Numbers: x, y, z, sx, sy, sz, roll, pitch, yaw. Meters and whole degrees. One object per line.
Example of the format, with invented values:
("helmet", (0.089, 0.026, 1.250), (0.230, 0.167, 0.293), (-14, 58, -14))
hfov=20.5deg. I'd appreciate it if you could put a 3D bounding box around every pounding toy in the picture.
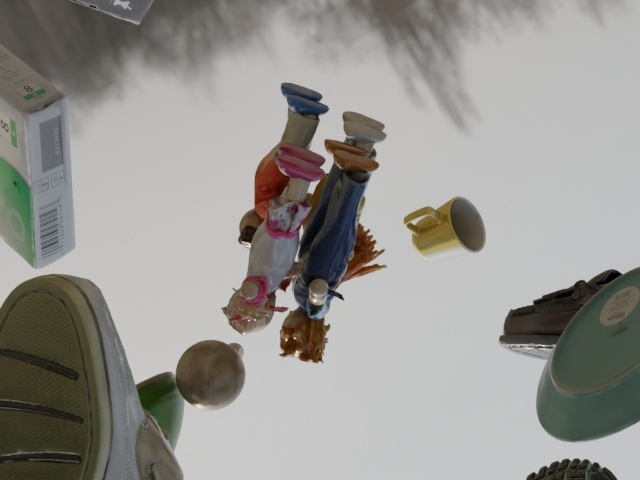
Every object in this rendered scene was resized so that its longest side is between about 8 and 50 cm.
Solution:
("pounding toy", (-0.139, 0.181, 1.367), (0.237, 0.110, 0.183), (-34, 173, -1))

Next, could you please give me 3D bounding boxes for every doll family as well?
("doll family", (0.000, 0.000, 1.317), (0.263, 0.118, 0.163), (-86, -167, -70))

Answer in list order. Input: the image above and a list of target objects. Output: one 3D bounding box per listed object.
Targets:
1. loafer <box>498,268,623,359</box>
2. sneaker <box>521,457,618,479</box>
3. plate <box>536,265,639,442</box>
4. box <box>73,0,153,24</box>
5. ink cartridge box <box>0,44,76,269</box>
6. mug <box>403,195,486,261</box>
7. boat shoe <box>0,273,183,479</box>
("loafer", (0.298, 0.066, 1.657), (0.109, 0.095, 0.302), (17, 166, -41))
("sneaker", (0.175, 0.226, 1.390), (0.162, 0.073, 0.063), (-29, -167, 36))
("plate", (0.229, 0.071, 1.328), (0.188, 0.024, 0.188), (-40, -159, 19))
("box", (-0.218, -0.370, 1.364), (0.343, 0.312, 0.179), (134, -31, -53))
("ink cartridge box", (-0.316, -0.104, 1.670), (0.056, 0.181, 0.224), (-29, -131, -33))
("mug", (0.126, -0.013, 1.858), (0.064, 0.078, 0.062), (-24, -159, 37))
("boat shoe", (-0.159, 0.160, 1.227), (0.113, 0.302, 0.103), (8, -160, 32))
